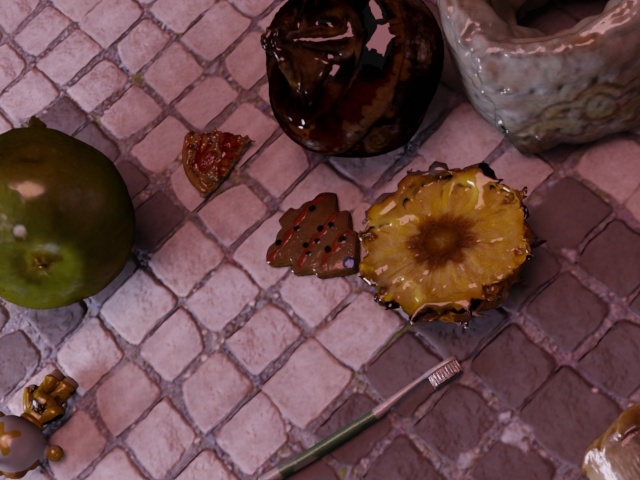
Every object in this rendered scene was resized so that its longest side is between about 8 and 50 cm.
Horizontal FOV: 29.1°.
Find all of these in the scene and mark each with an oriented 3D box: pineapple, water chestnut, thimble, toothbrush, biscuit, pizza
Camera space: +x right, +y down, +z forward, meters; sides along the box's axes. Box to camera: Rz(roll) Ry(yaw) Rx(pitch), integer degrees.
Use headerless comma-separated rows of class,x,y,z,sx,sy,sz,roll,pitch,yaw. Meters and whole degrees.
pineapple,0.143,0.011,1.365,0.224,0.076,0.225,-10,57,16
water chestnut,0.029,-0.206,1.447,0.223,0.238,0.224,-7,79,37
thimble,0.272,-0.254,1.386,0.291,0.195,0.291,-11,58,17
toothbrush,0.042,0.200,1.339,0.257,0.018,0.024,-31,61,4
biscuit,0.000,0.000,1.467,0.130,0.019,0.119,34,80,33
pizza,-0.149,-0.116,1.590,0.099,0.029,0.100,36,81,35

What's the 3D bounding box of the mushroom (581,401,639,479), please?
mushroom,0.341,0.311,1.108,0.122,0.095,0.351,-35,52,26

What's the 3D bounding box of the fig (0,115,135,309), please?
fig,-0.324,-0.049,1.533,0.233,0.233,0.314,-10,22,18

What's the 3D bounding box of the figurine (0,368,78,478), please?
figurine,-0.342,0.222,1.469,0.143,0.068,0.101,-31,61,-16
